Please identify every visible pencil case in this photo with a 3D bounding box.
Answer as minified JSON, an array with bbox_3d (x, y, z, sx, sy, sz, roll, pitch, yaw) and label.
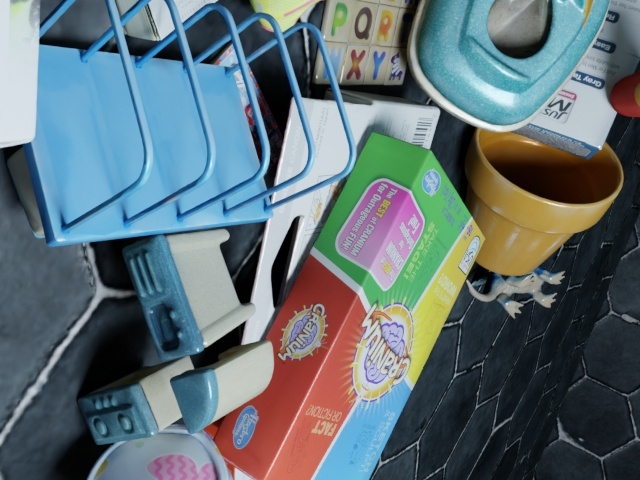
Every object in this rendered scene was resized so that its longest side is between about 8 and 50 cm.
[{"bbox_3d":[-0.127,0.276,0.601,0.124,0.113,0.273,-44,149,-35],"label":"pencil case"}]

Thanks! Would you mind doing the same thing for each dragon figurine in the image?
[{"bbox_3d":[0.312,0.055,1.164,0.289,0.144,0.085,-9,122,-32],"label":"dragon figurine"}]

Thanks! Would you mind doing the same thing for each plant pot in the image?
[{"bbox_3d":[0.292,-0.055,0.975,0.205,0.205,0.188,-39,155,-37],"label":"plant pot"}]

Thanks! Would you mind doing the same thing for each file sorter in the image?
[{"bbox_3d":[-0.076,-0.076,0.410,0.170,0.104,0.118,-9,81,-49],"label":"file sorter"}]

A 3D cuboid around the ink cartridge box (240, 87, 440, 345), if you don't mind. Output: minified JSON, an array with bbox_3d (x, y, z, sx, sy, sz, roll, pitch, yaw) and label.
[{"bbox_3d":[0.000,0.000,0.678,0.261,0.066,0.296,-10,118,-54],"label":"ink cartridge box"}]

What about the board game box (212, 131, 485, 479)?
[{"bbox_3d":[0.048,0.087,0.683,0.316,0.064,0.242,-63,149,-6],"label":"board game box"}]

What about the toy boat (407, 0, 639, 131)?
[{"bbox_3d":[0.263,-0.217,0.699,0.267,0.318,0.148,-64,-168,1],"label":"toy boat"}]

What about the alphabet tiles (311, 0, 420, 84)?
[{"bbox_3d":[0.082,-0.256,0.684,0.237,0.009,0.198,-16,123,-51],"label":"alphabet tiles"}]

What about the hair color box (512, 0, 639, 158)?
[{"bbox_3d":[0.332,-0.298,0.858,0.347,0.174,0.105,-68,168,3],"label":"hair color box"}]

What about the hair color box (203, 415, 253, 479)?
[{"bbox_3d":[-0.080,0.243,0.735,0.093,0.053,0.167,-28,131,-47],"label":"hair color box"}]

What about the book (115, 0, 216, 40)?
[{"bbox_3d":[-0.101,-0.213,0.421,0.096,0.035,0.144,-49,144,-33],"label":"book"}]

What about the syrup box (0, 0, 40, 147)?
[{"bbox_3d":[-0.179,-0.160,0.275,0.096,0.093,0.237,-18,125,-51],"label":"syrup box"}]

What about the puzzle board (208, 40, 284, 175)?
[{"bbox_3d":[-0.075,-0.085,0.561,0.096,0.011,0.128,-54,146,-19],"label":"puzzle board"}]

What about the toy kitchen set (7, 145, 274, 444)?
[{"bbox_3d":[-0.153,0.044,0.486,0.122,0.166,0.207,-20,90,-50],"label":"toy kitchen set"}]

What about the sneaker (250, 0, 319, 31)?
[{"bbox_3d":[0.006,-0.240,0.528,0.208,0.081,0.094,-48,161,-27],"label":"sneaker"}]
